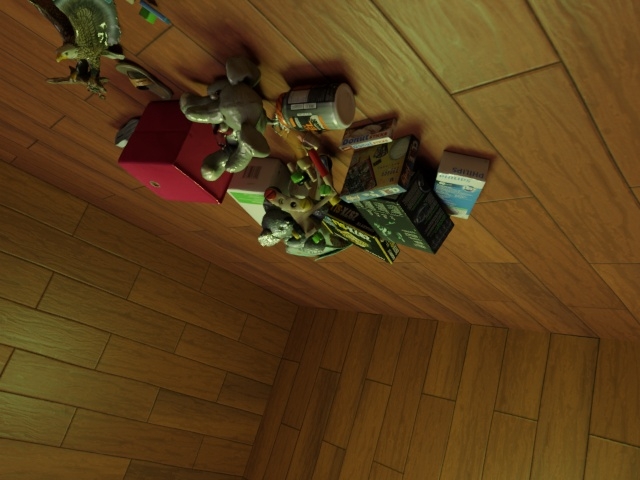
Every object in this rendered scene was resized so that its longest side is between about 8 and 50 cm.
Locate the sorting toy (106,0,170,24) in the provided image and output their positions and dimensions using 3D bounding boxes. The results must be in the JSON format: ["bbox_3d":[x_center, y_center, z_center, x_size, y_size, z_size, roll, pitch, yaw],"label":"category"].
[{"bbox_3d":[-0.495,-0.570,1.010,0.348,0.047,0.196,30,-168,-30],"label":"sorting toy"}]

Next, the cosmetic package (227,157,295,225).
[{"bbox_3d":[-0.191,-0.170,1.843,0.197,0.155,0.365,6,157,24],"label":"cosmetic package"}]

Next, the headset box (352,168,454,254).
[{"bbox_3d":[0.259,-0.096,1.502,0.246,0.131,0.283,18,157,52],"label":"headset box"}]

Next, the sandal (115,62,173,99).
[{"bbox_3d":[-0.542,-0.483,1.434,0.180,0.049,0.072,31,158,-35],"label":"sandal"}]

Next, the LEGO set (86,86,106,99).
[{"bbox_3d":[-0.775,-0.517,1.612,0.054,0.023,0.083,21,175,-2],"label":"LEGO set"}]

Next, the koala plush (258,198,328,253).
[{"bbox_3d":[-0.115,-0.049,1.664,0.221,0.196,0.203,9,167,-27],"label":"koala plush"}]

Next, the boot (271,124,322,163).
[{"bbox_3d":[-0.089,-0.319,1.469,0.152,0.073,0.197,30,160,-11],"label":"boot"}]

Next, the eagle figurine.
[{"bbox_3d":[-0.642,-0.542,1.216,0.226,0.225,0.298,-17,136,-21],"label":"eagle figurine"}]

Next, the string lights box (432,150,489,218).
[{"bbox_3d":[0.412,-0.161,1.417,0.133,0.076,0.259,14,161,11],"label":"string lights box"}]

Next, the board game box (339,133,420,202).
[{"bbox_3d":[0.170,-0.206,1.377,0.042,0.165,0.243,30,159,-33],"label":"board game box"}]

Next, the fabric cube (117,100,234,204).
[{"bbox_3d":[-0.457,-0.292,1.573,0.258,0.259,0.254,8,158,29],"label":"fabric cube"}]

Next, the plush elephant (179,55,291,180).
[{"bbox_3d":[-0.239,-0.332,1.250,0.330,0.271,0.255,-11,177,6],"label":"plush elephant"}]

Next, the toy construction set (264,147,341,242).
[{"bbox_3d":[-0.016,-0.129,1.475,0.237,0.257,0.309,59,163,3],"label":"toy construction set"}]

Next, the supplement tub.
[{"bbox_3d":[-0.015,-0.347,1.220,0.190,0.117,0.117,6,158,33],"label":"supplement tub"}]

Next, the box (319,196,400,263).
[{"bbox_3d":[0.141,-0.047,1.863,0.322,0.079,0.257,29,168,32],"label":"box"}]

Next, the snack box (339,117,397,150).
[{"bbox_3d":[0.133,-0.296,1.311,0.178,0.064,0.022,-2,155,45],"label":"snack box"}]

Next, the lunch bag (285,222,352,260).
[{"bbox_3d":[0.000,0.000,2.154,0.262,0.160,0.223,14,162,-25],"label":"lunch bag"}]

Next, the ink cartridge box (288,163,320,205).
[{"bbox_3d":[-0.055,-0.187,1.721,0.067,0.115,0.198,12,162,16],"label":"ink cartridge box"}]

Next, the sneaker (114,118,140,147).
[{"bbox_3d":[-0.699,-0.402,1.786,0.091,0.094,0.258,10,176,-41],"label":"sneaker"}]
